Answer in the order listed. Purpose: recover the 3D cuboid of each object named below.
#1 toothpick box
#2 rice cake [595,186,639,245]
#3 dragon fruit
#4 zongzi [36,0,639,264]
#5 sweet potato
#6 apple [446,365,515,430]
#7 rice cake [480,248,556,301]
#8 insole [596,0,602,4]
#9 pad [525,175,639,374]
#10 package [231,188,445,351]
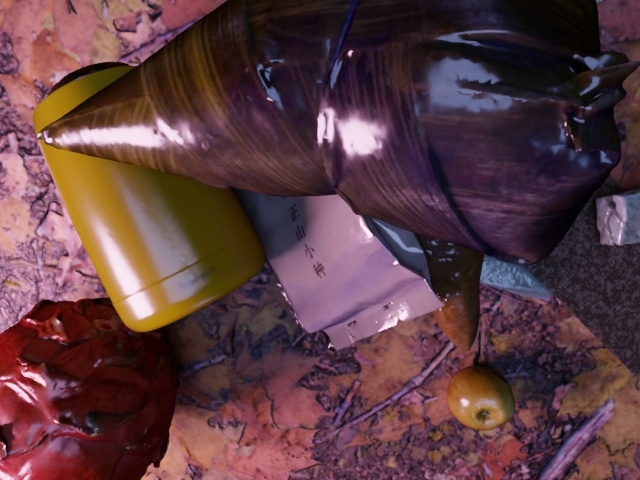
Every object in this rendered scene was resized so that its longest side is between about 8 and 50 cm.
[{"bbox_3d":[-0.193,-0.052,0.564,0.175,0.175,0.271,-26,95,10],"label":"toothpick box"},{"bbox_3d":[0.485,-0.056,0.566,0.337,0.063,0.066,-13,98,1],"label":"rice cake"},{"bbox_3d":[-0.290,0.192,0.610,0.241,0.241,0.252,-9,115,6],"label":"dragon fruit"},{"bbox_3d":[0.013,-0.208,0.448,0.433,0.207,0.402,8,63,13],"label":"zongzi"},{"bbox_3d":[0.138,-0.049,0.550,0.114,0.092,0.340,5,90,-16],"label":"sweet potato"},{"bbox_3d":[0.208,0.205,0.654,0.084,0.071,0.083,1,104,4],"label":"apple"},{"bbox_3d":[0.183,0.011,0.620,0.227,0.040,0.084,15,99,1],"label":"rice cake"},{"bbox_3d":[0.355,-0.329,0.540,0.188,0.004,0.064,-40,98,12],"label":"insole"},{"bbox_3d":[0.350,0.030,0.607,0.235,0.003,0.158,43,83,-8],"label":"pad"},{"bbox_3d":[0.000,0.000,0.574,0.250,0.062,0.204,54,139,1],"label":"package"}]
